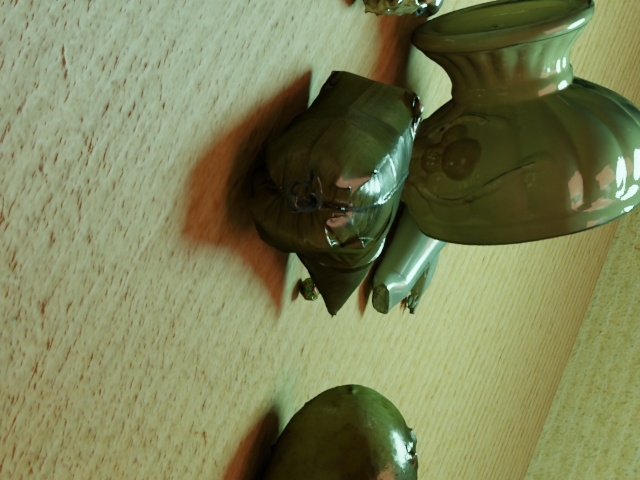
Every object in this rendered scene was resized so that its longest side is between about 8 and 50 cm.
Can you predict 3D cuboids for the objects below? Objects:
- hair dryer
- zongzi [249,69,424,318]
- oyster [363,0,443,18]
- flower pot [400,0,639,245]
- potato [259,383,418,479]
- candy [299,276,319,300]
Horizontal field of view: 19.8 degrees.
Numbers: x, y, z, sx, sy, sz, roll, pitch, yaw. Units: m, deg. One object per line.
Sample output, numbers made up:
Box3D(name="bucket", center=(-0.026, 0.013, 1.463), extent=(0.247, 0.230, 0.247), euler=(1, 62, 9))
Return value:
Box3D(name="hair dryer", center=(0.116, 0.045, 2.339), extent=(0.206, 0.075, 0.237), euler=(-58, 165, -29))
Box3D(name="zongzi", center=(0.000, 0.000, 1.777), extent=(0.251, 0.125, 0.274), euler=(-47, 154, -60))
Box3D(name="oyster", center=(0.115, -0.341, 1.928), extent=(0.223, 0.083, 0.214), euler=(-40, 146, -72))
Box3D(name="flower pot", center=(0.223, -0.147, 2.133), extent=(0.307, 0.307, 0.244), euler=(-40, 122, -63))
Box3D(name="potato", center=(0.009, 0.306, 1.976), extent=(0.210, 0.173, 0.307), euler=(28, 80, -72))
Box3D(name="candy", center=(-0.005, 0.047, 1.980), extent=(0.023, 0.025, 0.083), euler=(-35, -178, 14))
